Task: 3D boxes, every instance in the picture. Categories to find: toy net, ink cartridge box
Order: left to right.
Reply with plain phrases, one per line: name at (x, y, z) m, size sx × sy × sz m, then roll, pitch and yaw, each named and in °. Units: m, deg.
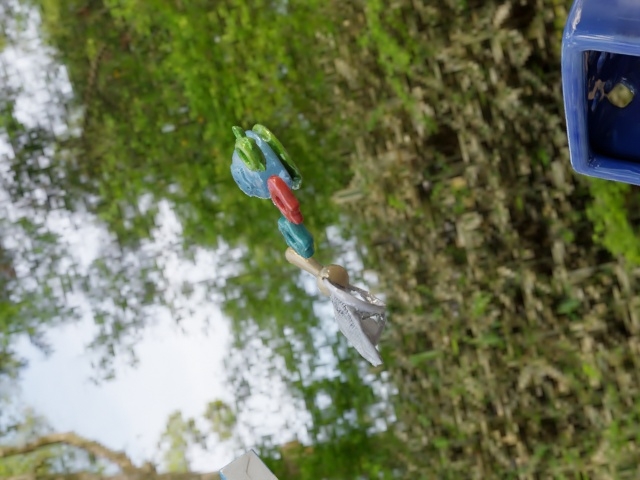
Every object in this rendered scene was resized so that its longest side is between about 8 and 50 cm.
ink cartridge box at (-0.080, 0.394, 1.747) m, size 0.104 × 0.061 × 0.181 m, roll 45°, pitch 158°, yaw 36°
toy net at (0.000, 0.000, 1.029) m, size 0.232 × 0.045 × 0.122 m, roll 55°, pitch 165°, yaw 1°

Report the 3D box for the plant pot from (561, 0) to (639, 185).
plant pot at (0.337, -0.175, 0.991) m, size 0.236 × 0.236 × 0.212 m, roll 62°, pitch -137°, yaw -64°
